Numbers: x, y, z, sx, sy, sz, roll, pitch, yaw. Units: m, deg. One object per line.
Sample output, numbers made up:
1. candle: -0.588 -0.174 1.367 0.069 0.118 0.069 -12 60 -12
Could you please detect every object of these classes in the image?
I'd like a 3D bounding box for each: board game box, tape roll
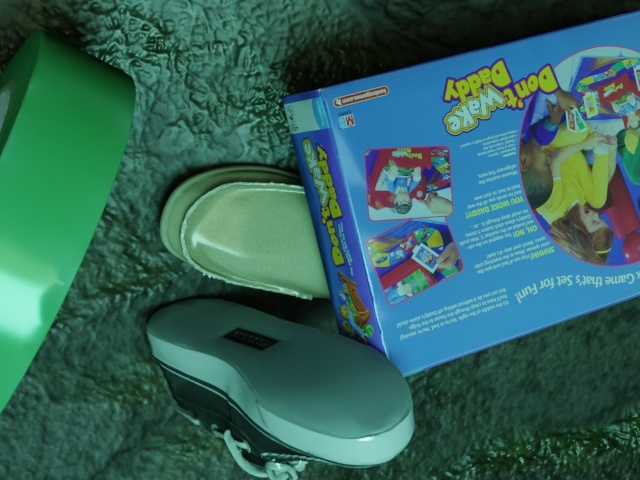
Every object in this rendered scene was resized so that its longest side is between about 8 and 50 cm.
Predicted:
1. board game box: 0.162 -0.047 1.202 0.347 0.078 0.233 -16 97 -23
2. tape roll: -0.241 0.007 1.046 0.077 0.321 0.321 27 97 -19

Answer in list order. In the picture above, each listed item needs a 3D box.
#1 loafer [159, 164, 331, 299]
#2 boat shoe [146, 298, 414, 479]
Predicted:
1. loafer: 0.000 0.000 1.227 0.268 0.092 0.102 8 100 -18
2. boat shoe: -0.035 0.134 1.151 0.113 0.306 0.105 -27 117 -36
